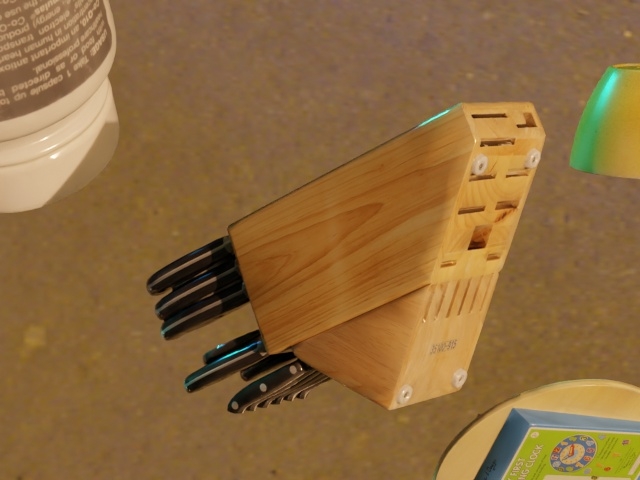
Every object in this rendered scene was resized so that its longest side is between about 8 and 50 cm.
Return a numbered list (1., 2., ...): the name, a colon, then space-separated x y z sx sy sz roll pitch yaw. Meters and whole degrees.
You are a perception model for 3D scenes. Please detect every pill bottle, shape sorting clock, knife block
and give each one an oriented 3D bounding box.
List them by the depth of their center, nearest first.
1. knife block: 0.000 0.000 1.095 0.242 0.088 0.275 28 111 32
2. pill bottle: -0.276 -0.207 1.274 0.204 0.204 0.361 31 146 33
3. shape sorting clock: 0.189 0.185 1.287 0.206 0.206 0.040 -50 36 26

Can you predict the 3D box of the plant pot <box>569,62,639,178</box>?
1. plant pot: 0.301 -0.115 1.497 0.134 0.134 0.095 9 106 37
